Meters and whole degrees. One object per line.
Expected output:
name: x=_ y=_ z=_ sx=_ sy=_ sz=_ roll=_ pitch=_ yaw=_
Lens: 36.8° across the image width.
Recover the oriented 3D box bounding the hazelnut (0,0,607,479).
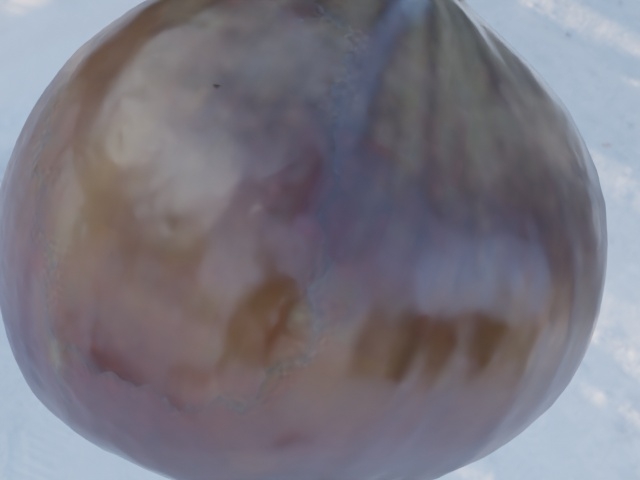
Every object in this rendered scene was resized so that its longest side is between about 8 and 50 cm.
hazelnut: x=0.000 y=0.000 z=0.644 sx=0.409 sy=0.359 sz=0.359 roll=-2 pitch=51 yaw=-33
